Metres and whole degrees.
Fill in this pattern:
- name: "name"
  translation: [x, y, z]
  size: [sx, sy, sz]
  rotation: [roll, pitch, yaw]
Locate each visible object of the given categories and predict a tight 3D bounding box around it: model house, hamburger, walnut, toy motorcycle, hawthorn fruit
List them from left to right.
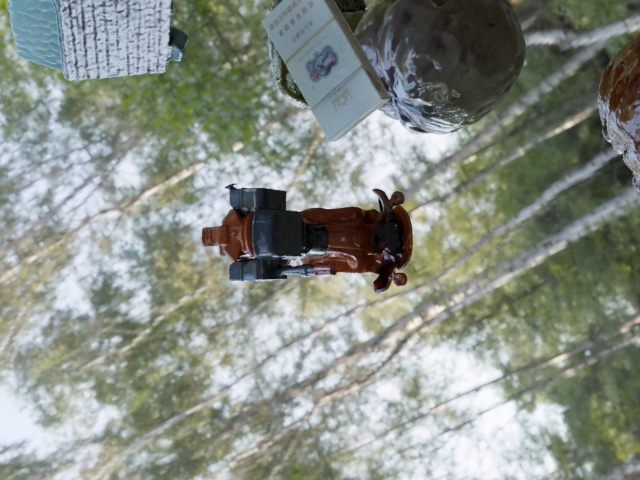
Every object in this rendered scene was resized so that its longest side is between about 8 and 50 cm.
- name: "model house"
  translation: [-0.309, -0.384, 1.466]
  size: [0.280, 0.248, 0.230]
  rotation: [120, 165, -69]
- name: "hamburger"
  translation: [-0.009, -0.387, 1.952]
  size: [0.192, 0.167, 0.288]
  rotation: [-12, -66, -50]
- name: "toy motorcycle"
  translation: [0.000, 0.000, 1.336]
  size: [0.325, 0.221, 0.148]
  rotation: [3, -96, -52]
- name: "walnut"
  translation: [0.172, -0.277, 1.433]
  size: [0.248, 0.248, 0.248]
  rotation: [51, -158, -30]
- name: "hawthorn fruit"
  translation: [0.466, -0.155, 1.172]
  size: [0.258, 0.261, 0.258]
  rotation: [16, -118, -32]

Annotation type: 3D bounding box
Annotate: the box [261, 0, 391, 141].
- name: "box"
  translation: [0.004, -0.205, 1.111]
  size: [0.024, 0.090, 0.167]
  rotation: [-17, -106, -52]
